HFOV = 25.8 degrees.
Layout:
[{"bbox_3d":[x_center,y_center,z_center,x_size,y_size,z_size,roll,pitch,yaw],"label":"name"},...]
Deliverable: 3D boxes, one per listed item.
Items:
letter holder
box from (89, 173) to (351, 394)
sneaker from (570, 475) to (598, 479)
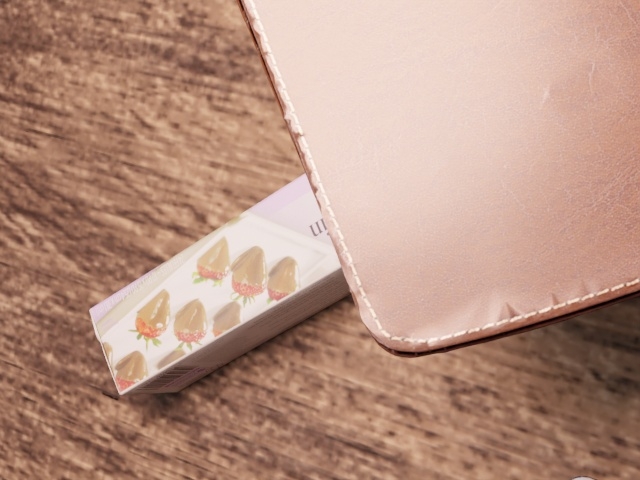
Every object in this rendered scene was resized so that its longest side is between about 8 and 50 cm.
[{"bbox_3d":[0.144,-0.079,0.658,0.302,0.152,0.214,-23,78,8],"label":"letter holder"},{"bbox_3d":[0.000,0.000,0.840,0.324,0.067,0.063,-31,72,27],"label":"box"},{"bbox_3d":[0.072,0.200,0.763,0.282,0.099,0.153,5,95,25],"label":"sneaker"}]
